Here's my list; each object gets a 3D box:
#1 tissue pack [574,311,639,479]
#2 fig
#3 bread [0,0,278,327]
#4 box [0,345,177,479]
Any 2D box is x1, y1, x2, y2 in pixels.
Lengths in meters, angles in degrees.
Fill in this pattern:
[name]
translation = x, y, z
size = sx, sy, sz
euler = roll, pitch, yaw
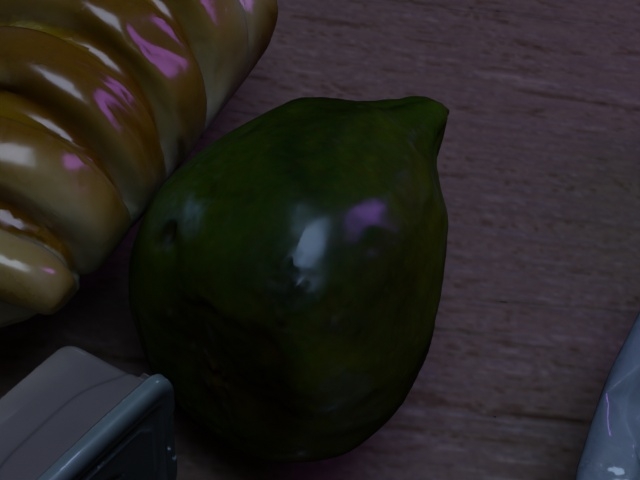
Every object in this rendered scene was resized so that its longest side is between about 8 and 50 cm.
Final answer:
[tissue pack]
translation = 0.215, 0.090, 0.876
size = 0.145, 0.159, 0.229
euler = 21, 51, 13
[fig]
translation = -0.014, 0.001, 0.888
size = 0.167, 0.167, 0.233
euler = 8, 44, -6
[bread]
translation = -0.142, -0.082, 0.926
size = 0.173, 0.121, 0.311
euler = -6, 38, 36
[box]
translation = -0.127, 0.112, 0.826
size = 0.062, 0.089, 0.122
euler = 30, 51, 24
